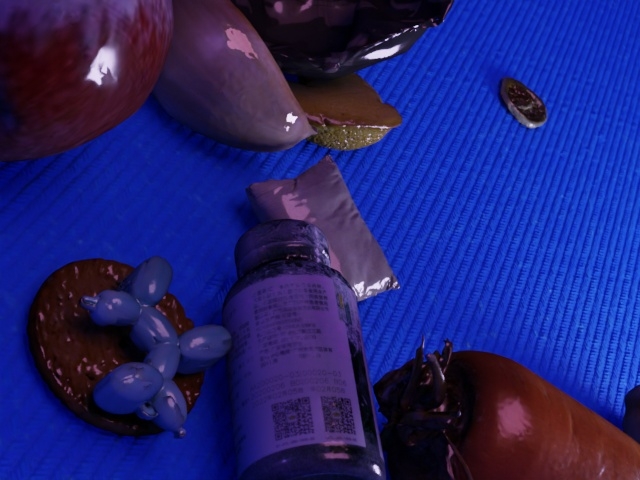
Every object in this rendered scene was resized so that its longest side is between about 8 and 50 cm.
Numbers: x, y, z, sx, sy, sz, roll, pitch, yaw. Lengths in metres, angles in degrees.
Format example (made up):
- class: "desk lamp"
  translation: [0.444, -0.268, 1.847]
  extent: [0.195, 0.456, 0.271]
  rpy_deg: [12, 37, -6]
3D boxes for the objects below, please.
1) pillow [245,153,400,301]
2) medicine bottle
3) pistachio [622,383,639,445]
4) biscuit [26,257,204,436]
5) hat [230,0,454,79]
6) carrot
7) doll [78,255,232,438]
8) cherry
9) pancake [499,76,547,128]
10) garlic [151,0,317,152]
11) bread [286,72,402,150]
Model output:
- class: "pillow"
  translation: [0.000, 0.000, 1.369]
  extent: [0.134, 0.078, 0.181]
  rpy_deg: [-19, 76, -47]
- class: "medicine bottle"
  translation: [-0.024, 0.122, 1.186]
  extent: [0.141, 0.141, 0.293]
  rpy_deg: [18, 48, -34]
- class: "pistachio"
  translation: [0.489, 0.279, 1.563]
  extent: [0.238, 0.138, 0.153]
  rpy_deg: [44, 4, -8]
- class: "biscuit"
  translation: [-0.194, 0.102, 1.131]
  extent: [0.188, 0.027, 0.188]
  rpy_deg: [27, 43, -28]
- class: "hat"
  translation: [0.015, -0.345, 1.608]
  extent: [0.366, 0.257, 0.381]
  rpy_deg: [5, 6, 1]
- class: "carrot"
  translation: [0.176, 0.228, 1.252]
  extent: [0.331, 0.193, 0.214]
  rpy_deg: [37, 60, -23]
- class: "doll"
  translation: [-0.156, 0.104, 1.096]
  extent: [0.159, 0.059, 0.158]
  rpy_deg: [54, 36, 3]
- class: "cherry"
  translation: [-0.297, -0.238, 1.126]
  extent: [0.326, 0.291, 0.335]
  rpy_deg: [56, 29, -4]
- class: "pancake"
  translation: [0.330, -0.223, 1.929]
  extent: [0.108, 0.017, 0.108]
  rpy_deg: [25, 41, -24]
- class: "garlic"
  translation: [-0.111, -0.197, 1.382]
  extent: [0.245, 0.145, 0.164]
  rpy_deg: [47, 23, 1]
- class: "bread"
  translation: [0.004, -0.175, 1.539]
  extent: [0.188, 0.065, 0.149]
  rpy_deg: [-1, 43, -31]
